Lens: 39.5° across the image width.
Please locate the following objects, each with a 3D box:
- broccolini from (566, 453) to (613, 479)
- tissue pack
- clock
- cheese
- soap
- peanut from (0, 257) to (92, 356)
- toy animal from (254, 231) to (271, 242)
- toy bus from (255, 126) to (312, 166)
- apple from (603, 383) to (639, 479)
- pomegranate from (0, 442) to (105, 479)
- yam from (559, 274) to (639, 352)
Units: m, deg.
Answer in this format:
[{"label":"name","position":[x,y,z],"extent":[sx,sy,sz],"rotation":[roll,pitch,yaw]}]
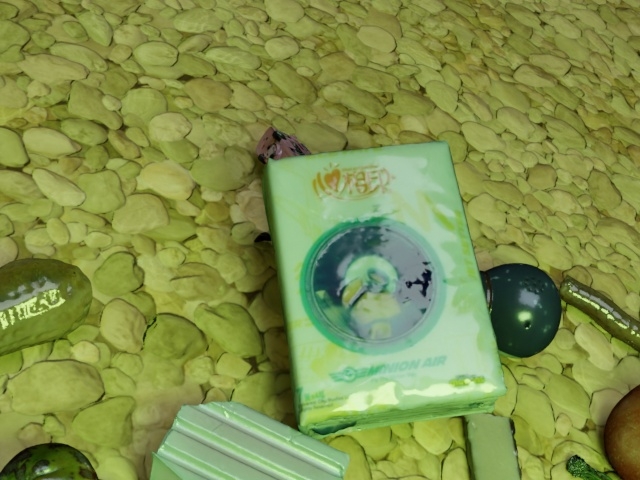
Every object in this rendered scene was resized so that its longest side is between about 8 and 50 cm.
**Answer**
[{"label":"broccolini","position":[0.434,0.367,1.347],"extent":[0.140,0.030,0.035],"rotation":[30,8,-4]},{"label":"tissue pack","position":[0.081,0.064,1.257],"extent":[0.288,0.162,0.387],"rotation":[-7,66,-7]},{"label":"clock","position":[0.264,0.108,1.417],"extent":[0.244,0.146,0.199],"rotation":[8,45,-10]},{"label":"cheese","position":[0.249,0.411,1.209],"extent":[0.085,0.034,0.400],"rotation":[10,47,-12]},{"label":"soap","position":[-0.094,0.293,1.110],"extent":[0.231,0.091,0.145],"rotation":[26,41,-1]},{"label":"peanut","position":[-0.410,0.088,1.135],"extent":[0.237,0.110,0.120],"rotation":[-13,79,-26]},{"label":"toy animal","position":[-0.004,-0.010,1.459],"extent":[0.203,0.070,0.105],"rotation":[18,58,-14]},{"label":"toy bus","position":[-0.041,-0.116,1.479],"extent":[0.090,0.063,0.203],"rotation":[22,21,-36]},{"label":"apple","position":[0.541,0.300,1.356],"extent":[0.201,0.162,0.201],"rotation":[15,45,-15]},{"label":"pomegranate","position":[-0.284,0.289,0.996],"extent":[0.163,0.125,0.138],"rotation":[-11,44,-34]},{"label":"yam","position":[0.522,0.144,1.570],"extent":[0.241,0.056,0.057],"rotation":[36,45,4]}]
